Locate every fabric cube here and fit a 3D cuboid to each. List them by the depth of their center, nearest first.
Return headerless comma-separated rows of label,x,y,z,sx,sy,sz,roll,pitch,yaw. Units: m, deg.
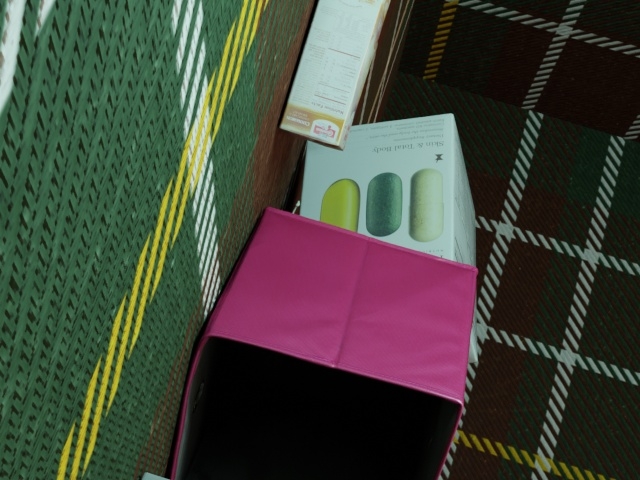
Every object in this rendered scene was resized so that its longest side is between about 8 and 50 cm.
fabric cube,0.006,0.156,1.198,0.258,0.259,0.254,-71,176,-59

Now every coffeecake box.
coffeecake box,0.019,-0.196,1.220,0.142,0.068,0.185,-40,147,-86

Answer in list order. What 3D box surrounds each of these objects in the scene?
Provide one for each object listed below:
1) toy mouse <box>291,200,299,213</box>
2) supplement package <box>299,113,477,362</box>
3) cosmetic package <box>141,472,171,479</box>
toy mouse,-0.062,0.038,1.387,0.143,0.031,0.161,89,18,-79
supplement package,0.091,0.005,1.459,0.198,0.199,0.262,69,19,-47
cosmetic package,-0.128,0.312,0.903,0.238,0.127,0.107,-64,171,-58
